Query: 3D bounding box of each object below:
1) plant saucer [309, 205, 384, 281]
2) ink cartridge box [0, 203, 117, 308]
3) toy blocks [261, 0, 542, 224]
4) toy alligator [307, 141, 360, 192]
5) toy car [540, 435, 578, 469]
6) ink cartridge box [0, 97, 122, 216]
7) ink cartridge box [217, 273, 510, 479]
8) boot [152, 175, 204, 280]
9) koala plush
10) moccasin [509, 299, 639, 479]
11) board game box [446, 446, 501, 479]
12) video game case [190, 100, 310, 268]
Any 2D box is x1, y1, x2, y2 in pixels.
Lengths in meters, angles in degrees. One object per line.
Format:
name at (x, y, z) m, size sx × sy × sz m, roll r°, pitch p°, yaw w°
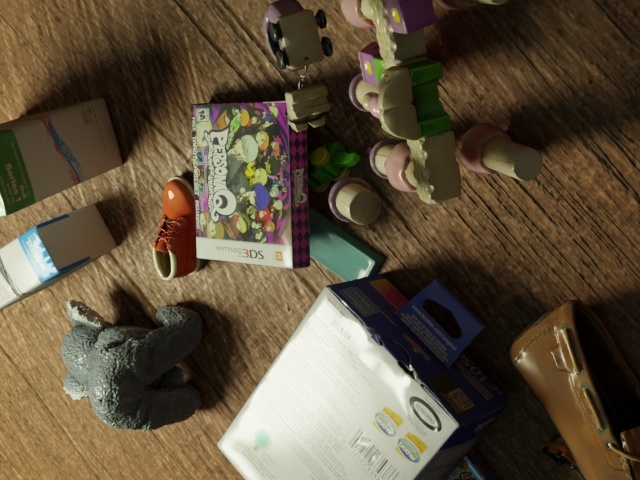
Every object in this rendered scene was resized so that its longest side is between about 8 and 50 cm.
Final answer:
plant saucer at (0.000, 0.000, 1.656) m, size 0.192 × 0.018 × 0.067 m, roll 36°, pitch 119°, yaw 16°
ink cartridge box at (-0.455, 0.032, 1.842) m, size 0.203 × 0.148 × 0.086 m, roll -26°, pitch 93°, yaw 32°
toy blocks at (0.072, -0.190, 1.424) m, size 0.260 × 0.309 × 0.288 m, roll -144°, pitch 39°, yaw -65°
toy alligator at (-0.020, -0.099, 1.619) m, size 0.189 × 0.056 × 0.051 m, roll -24°, pitch 48°, yaw 35°
toy car at (0.362, 0.304, 1.549) m, size 0.122 × 0.060 × 0.040 m, roll 34°, pitch 76°, yaw -3°
ink cartridge box at (-0.466, -0.117, 1.727) m, size 0.201 × 0.278 × 0.117 m, roll -8°, pitch 104°, yaw 31°
ink cartridge box at (0.068, 0.234, 1.584) m, size 0.270 × 0.151 × 0.395 m, roll 46°, pitch 121°, yaw 22°
boot at (-0.221, -0.017, 1.735) m, size 0.059 × 0.084 × 0.158 m, roll 2°, pitch 105°, yaw 30°
koala plush at (-0.329, 0.189, 1.812) m, size 0.221 × 0.203 × 0.196 m, roll 20°, pitch 114°, yaw 36°
moccasin at (0.403, 0.245, 1.448) m, size 0.147 × 0.139 × 0.380 m, roll -41°, pitch 74°, yaw 41°
board game box at (0.150, 0.355, 1.672) m, size 0.136 × 0.035 × 0.201 m, roll 50°, pitch 122°, yaw 7°
video game case at (-0.102, -0.082, 1.624) m, size 0.210 × 0.042 × 0.232 m, roll 6°, pitch 100°, yaw 44°
